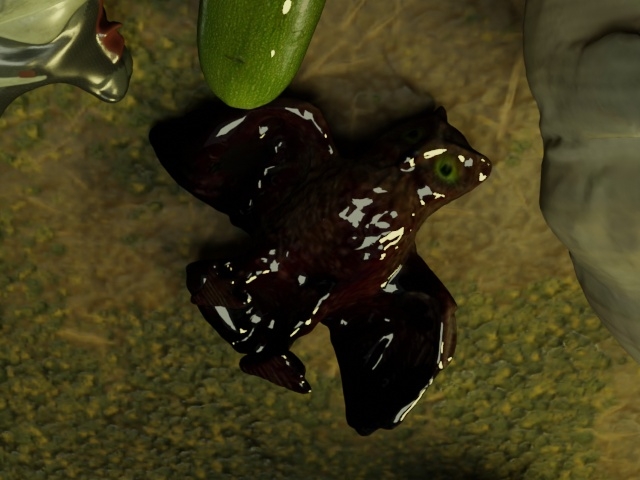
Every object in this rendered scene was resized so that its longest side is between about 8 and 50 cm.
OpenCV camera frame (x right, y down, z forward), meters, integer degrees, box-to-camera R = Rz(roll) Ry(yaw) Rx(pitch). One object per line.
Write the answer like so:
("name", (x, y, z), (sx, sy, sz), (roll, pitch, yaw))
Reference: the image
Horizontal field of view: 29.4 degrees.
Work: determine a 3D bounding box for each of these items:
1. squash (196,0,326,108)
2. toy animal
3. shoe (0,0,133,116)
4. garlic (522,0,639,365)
("squash", (-0.013, -0.174, 0.577), (0.066, 0.066, 0.252), (12, 126, -8))
("toy animal", (0.007, -0.005, 0.703), (0.179, 0.116, 0.218), (-38, 91, -5))
("shoe", (-0.199, -0.093, 0.626), (0.227, 0.099, 0.112), (-18, 131, 13))
("garlic", (0.229, -0.080, 0.539), (0.322, 0.241, 0.322), (-23, 128, -33))
